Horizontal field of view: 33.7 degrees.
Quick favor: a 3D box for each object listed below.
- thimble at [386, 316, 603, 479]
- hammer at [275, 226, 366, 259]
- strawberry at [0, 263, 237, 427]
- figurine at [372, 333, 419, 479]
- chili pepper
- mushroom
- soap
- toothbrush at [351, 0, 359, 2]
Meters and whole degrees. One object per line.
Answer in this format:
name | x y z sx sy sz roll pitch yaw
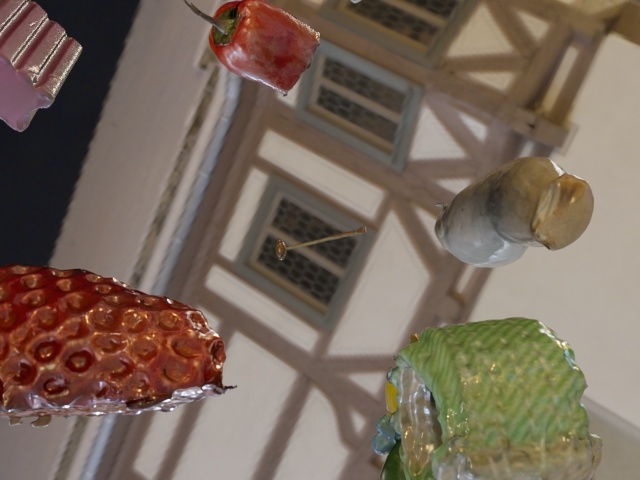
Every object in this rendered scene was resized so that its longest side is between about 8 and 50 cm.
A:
thimble | 0.155 0.178 0.971 0.150 0.219 0.219 -7 -47 -9
hammer | 0.000 0.000 1.376 0.014 0.123 0.029 53 -154 -67
strawberry | -0.232 0.090 0.948 0.253 0.280 0.150 0 -103 -25
figurine | 0.160 0.249 1.374 0.185 0.127 0.234 24 -125 -25
chili pepper | -0.084 -0.234 1.208 0.192 0.084 0.086 22 -127 -39
mushroom | 0.204 -0.031 1.150 0.351 0.097 0.109 148 139 -79
soap | -0.368 -0.225 1.286 0.065 0.122 0.203 -39 21 19
toothbrush | 0.166 -0.479 1.760 0.288 0.021 0.024 -36 5 -10
